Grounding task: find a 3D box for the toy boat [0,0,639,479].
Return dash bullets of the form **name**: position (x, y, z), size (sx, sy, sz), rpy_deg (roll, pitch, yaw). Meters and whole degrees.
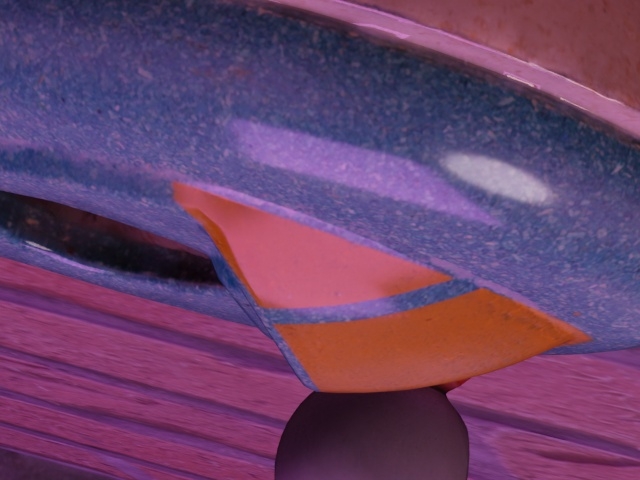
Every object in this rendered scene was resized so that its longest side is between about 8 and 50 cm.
- **toy boat**: position (0.000, 0.000, 0.551), size (0.267, 0.148, 0.318), rpy_deg (12, 165, 19)
